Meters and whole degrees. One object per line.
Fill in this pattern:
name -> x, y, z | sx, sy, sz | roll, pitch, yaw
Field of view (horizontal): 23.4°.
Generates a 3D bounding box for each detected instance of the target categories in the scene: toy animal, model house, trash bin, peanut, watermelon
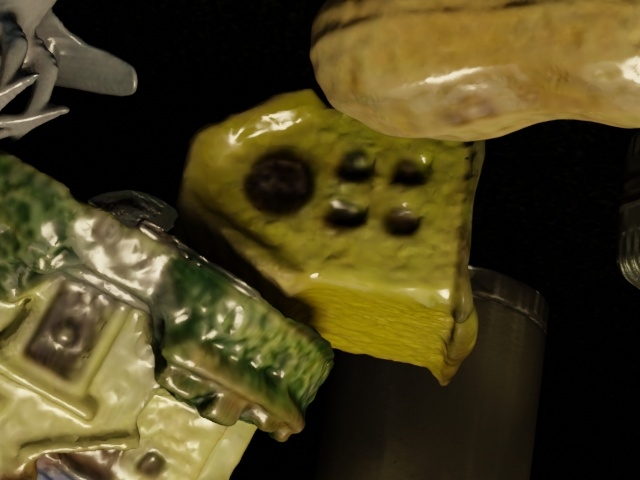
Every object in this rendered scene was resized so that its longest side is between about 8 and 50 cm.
toy animal -> -0.227, -0.149, 0.994 | 0.255, 0.176, 0.239 | -29, 156, 2
model house -> 0.000, 0.000, 1.136 | 0.234, 0.174, 0.193 | 2, 161, 3
trash bin -> 0.095, 0.192, 1.414 | 0.203, 0.301, 0.252 | 18, 156, -23
peanut -> 0.131, -0.109, 0.898 | 0.275, 0.111, 0.125 | 2, 162, 18
watermelon -> -0.166, -0.012, 1.328 | 0.085, 0.061, 0.085 | 1, 164, 0
model house -> -0.184, 0.116, 1.084 | 0.321, 0.266, 0.261 | 34, 171, -15

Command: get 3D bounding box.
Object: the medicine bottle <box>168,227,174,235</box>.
medicine bottle -> -0.139, 0.032, 1.392 | 0.090, 0.090, 0.217 | 25, 155, -35

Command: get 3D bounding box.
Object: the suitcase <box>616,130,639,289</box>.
suitcase -> 0.365, 0.001, 1.058 | 0.312, 0.128, 0.202 | 21, 155, -29
